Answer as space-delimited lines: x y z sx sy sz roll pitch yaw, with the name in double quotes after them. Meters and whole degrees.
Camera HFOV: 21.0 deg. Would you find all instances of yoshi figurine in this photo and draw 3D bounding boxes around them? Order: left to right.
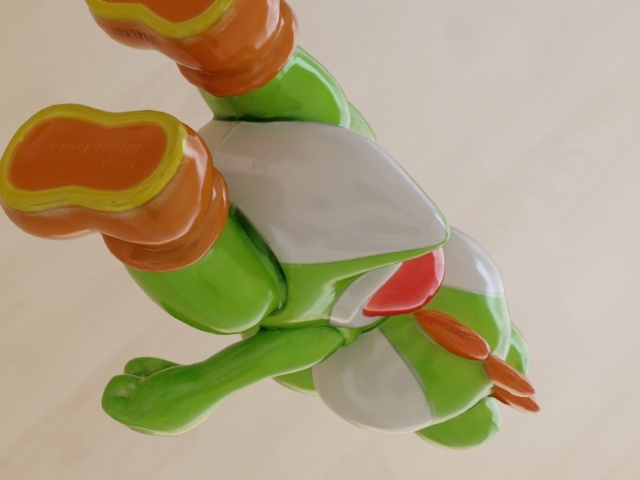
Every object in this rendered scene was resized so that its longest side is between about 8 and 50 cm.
-0.024 0.003 0.898 0.203 0.203 0.362 -31 139 13 "yoshi figurine"
